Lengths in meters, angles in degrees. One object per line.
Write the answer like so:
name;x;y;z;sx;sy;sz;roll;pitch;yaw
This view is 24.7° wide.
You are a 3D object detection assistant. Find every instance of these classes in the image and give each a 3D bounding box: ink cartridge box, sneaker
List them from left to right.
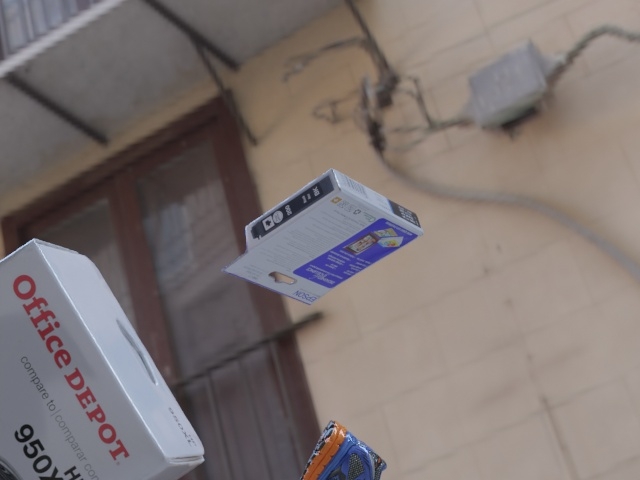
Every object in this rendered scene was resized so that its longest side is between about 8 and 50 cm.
ink cartridge box;-0.370;0.223;1.581;0.395;0.285;0.166;-34;-10;4
ink cartridge box;0.000;0.000;1.971;0.208;0.045;0.206;-34;-33;23
sneaker;0.006;0.307;1.639;0.087;0.083;0.221;26;-57;4
